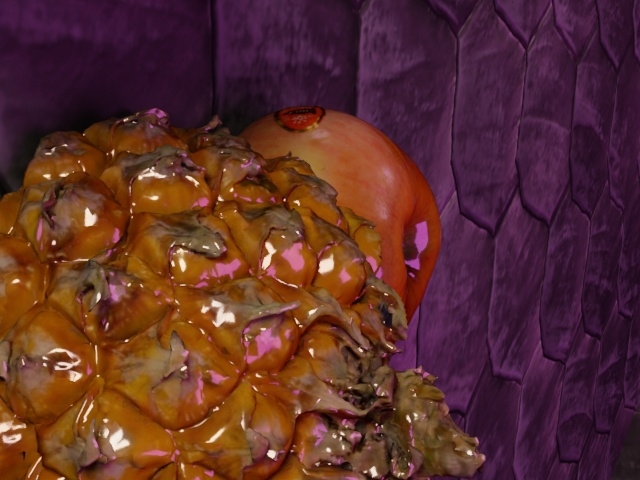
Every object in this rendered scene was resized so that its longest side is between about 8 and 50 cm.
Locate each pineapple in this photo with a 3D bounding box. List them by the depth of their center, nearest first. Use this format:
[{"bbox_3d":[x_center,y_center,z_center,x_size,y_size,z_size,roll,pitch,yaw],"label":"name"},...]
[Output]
[{"bbox_3d":[-0.062,0.066,0.652,0.209,0.286,0.344,40,65,-61],"label":"pineapple"}]

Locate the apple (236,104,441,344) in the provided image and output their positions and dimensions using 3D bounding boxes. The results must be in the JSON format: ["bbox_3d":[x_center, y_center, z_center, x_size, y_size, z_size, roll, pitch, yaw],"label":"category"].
[{"bbox_3d":[0.000,0.000,0.881,0.209,0.164,0.209,-38,134,-56],"label":"apple"}]
